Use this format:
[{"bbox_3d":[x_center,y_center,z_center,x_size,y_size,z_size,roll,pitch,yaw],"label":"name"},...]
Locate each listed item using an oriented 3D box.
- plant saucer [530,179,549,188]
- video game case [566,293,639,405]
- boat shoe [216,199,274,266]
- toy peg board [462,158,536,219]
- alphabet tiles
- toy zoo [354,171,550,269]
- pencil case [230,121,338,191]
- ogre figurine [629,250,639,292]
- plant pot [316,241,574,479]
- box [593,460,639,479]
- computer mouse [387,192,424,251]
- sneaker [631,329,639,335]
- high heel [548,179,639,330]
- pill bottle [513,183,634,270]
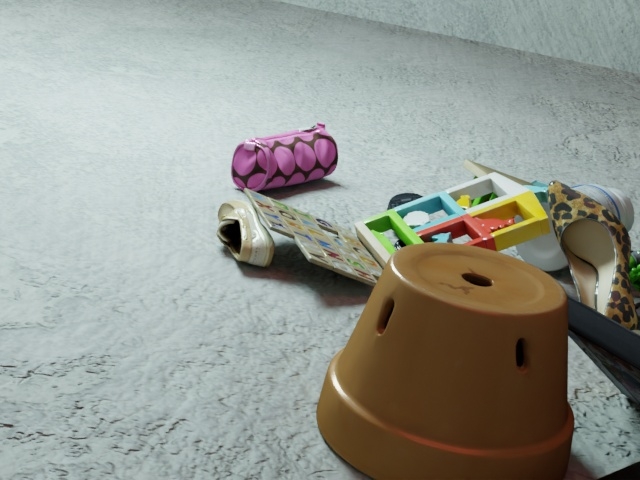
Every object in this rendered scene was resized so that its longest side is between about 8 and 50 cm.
[{"bbox_3d":[0.476,-0.075,2.354,0.192,0.018,0.067,21,23,24],"label":"plant saucer"},{"bbox_3d":[0.413,0.180,1.437,0.275,0.035,0.248,33,-6,44],"label":"video game case"},{"bbox_3d":[-0.123,-0.016,1.844,0.059,0.063,0.170,6,21,-28],"label":"boat shoe"},{"bbox_3d":[0.335,-0.059,2.189,0.161,0.079,0.161,17,16,-30],"label":"toy peg board"},{"bbox_3d":[0.000,0.000,1.851,0.198,0.009,0.237,22,14,-25],"label":"alphabet tiles"},{"bbox_3d":[0.218,-0.027,1.918,0.293,0.030,0.192,-20,28,-9],"label":"toy zoo"},{"bbox_3d":[-0.061,-0.144,2.159,0.095,0.098,0.209,23,25,30],"label":"pencil case"},{"bbox_3d":[0.565,0.057,1.954,0.197,0.096,0.118,9,33,43],"label":"ogre figurine"},{"bbox_3d":[0.156,0.131,1.398,0.291,0.203,0.291,10,20,-4],"label":"plant pot"},{"bbox_3d":[0.379,0.312,1.211,0.322,0.079,0.257,-9,30,-42],"label":"box"},{"bbox_3d":[0.146,-0.010,2.003,0.071,0.041,0.242,-6,28,3],"label":"computer mouse"},{"bbox_3d":[0.440,0.179,1.632,0.071,0.066,0.188,-19,26,-22],"label":"sneaker"},{"bbox_3d":[0.378,0.027,1.791,0.186,0.093,0.261,-14,69,-56],"label":"high heel"},{"bbox_3d":[0.421,-0.027,2.050,0.124,0.124,0.221,26,24,35],"label":"pill bottle"}]
